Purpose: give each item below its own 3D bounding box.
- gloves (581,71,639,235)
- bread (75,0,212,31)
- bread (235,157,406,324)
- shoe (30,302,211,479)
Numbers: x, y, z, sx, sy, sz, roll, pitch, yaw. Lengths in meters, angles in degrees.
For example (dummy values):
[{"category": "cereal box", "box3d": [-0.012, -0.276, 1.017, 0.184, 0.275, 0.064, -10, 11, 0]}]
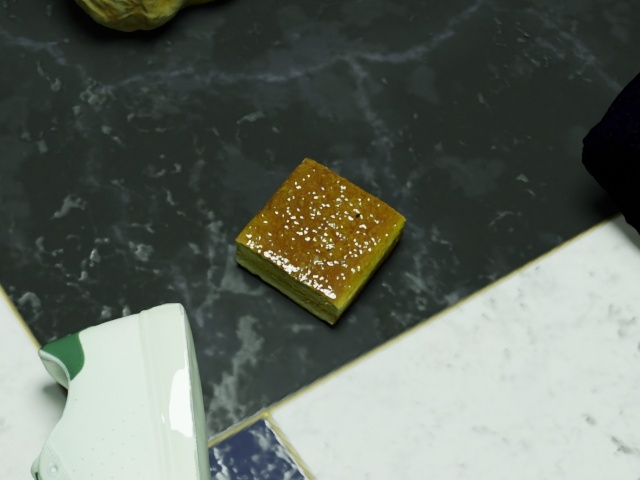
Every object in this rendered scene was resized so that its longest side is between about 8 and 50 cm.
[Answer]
[{"category": "gloves", "box3d": [0.334, -0.094, 1.145, 0.197, 0.152, 0.301, 50, 46, -7]}, {"category": "bread", "box3d": [-0.091, -0.244, 1.189, 0.232, 0.128, 0.088, -29, 29, -22]}, {"category": "bread", "box3d": [0.000, 0.000, 1.095, 0.090, 0.035, 0.094, 31, 59, 13]}, {"category": "shoe", "box3d": [-0.121, 0.164, 0.950, 0.110, 0.095, 0.265, -6, 55, 1]}]
